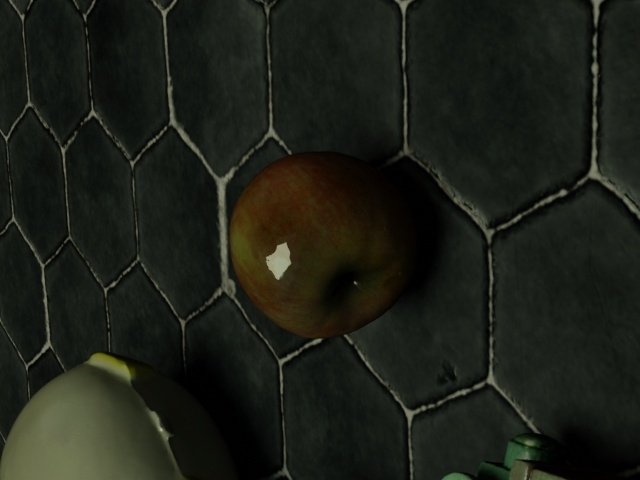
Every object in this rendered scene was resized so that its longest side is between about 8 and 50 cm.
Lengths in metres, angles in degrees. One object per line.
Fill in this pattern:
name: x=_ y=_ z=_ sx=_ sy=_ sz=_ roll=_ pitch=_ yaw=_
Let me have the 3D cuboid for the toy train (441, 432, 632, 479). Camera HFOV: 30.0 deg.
toy train: x=0.190 y=0.327 z=1.026 sx=0.221 sy=0.150 sz=0.304 roll=11 pitch=90 yaw=57

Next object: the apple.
apple: x=0.000 y=0.000 z=1.220 sx=0.174 sy=0.188 sz=0.188 roll=52 pitch=138 yaw=42

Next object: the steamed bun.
steamed bun: x=-0.263 y=0.341 z=1.589 sx=0.374 sy=0.334 sz=0.334 roll=55 pitch=139 yaw=28
